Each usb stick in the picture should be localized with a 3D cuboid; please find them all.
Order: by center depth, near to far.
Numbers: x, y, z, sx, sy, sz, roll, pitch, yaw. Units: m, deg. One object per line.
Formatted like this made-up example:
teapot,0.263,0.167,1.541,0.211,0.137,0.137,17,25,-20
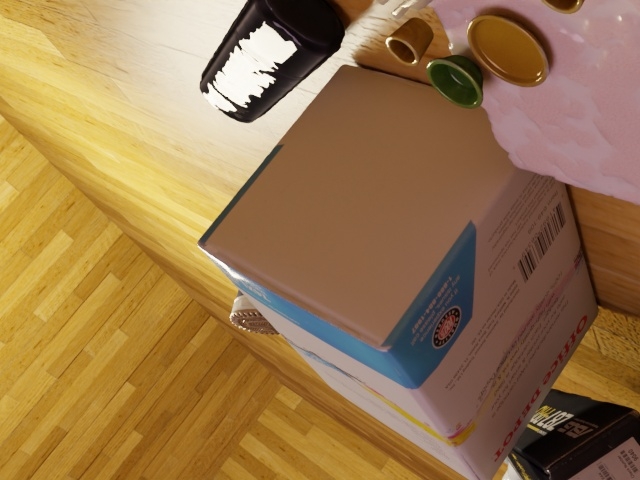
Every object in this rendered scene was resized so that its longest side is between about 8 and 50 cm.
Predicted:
usb stick,-0.053,-0.157,0.713,0.077,0.045,0.278,34,167,-13

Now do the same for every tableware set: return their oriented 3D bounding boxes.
tableware set,0.074,-0.109,0.390,0.104,0.024,0.154,42,165,-12

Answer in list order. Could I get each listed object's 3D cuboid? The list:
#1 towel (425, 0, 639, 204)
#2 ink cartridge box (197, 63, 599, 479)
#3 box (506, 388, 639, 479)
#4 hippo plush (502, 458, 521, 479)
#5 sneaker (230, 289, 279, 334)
towel,0.155,-0.117,0.316,0.317,0.053,0.332,23,159,48
ink cartridge box,0.081,0.034,0.671,0.197,0.198,0.270,26,161,38
box,0.315,0.322,0.719,0.395,0.097,0.318,56,-179,7
hippo plush,0.297,0.410,1.236,0.234,0.236,0.294,41,165,-12
sneaker,0.021,0.048,1.109,0.282,0.153,0.099,0,149,17
